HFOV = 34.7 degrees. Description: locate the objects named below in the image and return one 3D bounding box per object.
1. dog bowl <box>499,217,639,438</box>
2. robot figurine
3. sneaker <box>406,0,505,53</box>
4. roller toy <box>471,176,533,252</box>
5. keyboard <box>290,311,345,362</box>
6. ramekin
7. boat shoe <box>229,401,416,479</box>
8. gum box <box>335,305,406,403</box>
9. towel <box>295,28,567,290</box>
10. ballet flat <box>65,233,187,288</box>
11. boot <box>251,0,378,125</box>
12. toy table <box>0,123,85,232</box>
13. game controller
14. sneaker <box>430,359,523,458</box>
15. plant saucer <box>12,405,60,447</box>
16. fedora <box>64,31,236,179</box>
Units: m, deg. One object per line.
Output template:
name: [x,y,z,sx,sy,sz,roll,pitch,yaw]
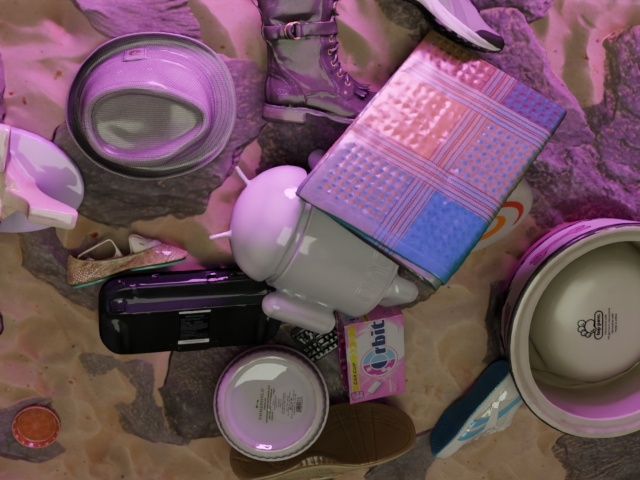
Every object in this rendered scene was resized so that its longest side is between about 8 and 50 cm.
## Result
dog bowl: [0.506,0.142,1.848,0.408,0.150,0.407,-4,109,-10]
robot figurine: [0.000,0.000,1.692,0.354,0.200,0.299,21,71,-17]
sneaker: [0.201,-0.395,1.635,0.271,0.100,0.108,37,94,-20]
roller toy: [0.243,-0.079,1.705,0.191,0.146,0.209,-28,154,6]
keyboard: [0.047,0.162,1.856,0.180,0.023,0.108,-32,112,4]
ramekin: [-0.087,0.283,1.788,0.207,0.109,0.207,0,82,-1]
boat shoe: [0.005,0.379,1.891,0.341,0.121,0.110,-8,155,-2]
gum box: [0.092,0.202,1.838,0.107,0.062,0.188,-11,122,-10]
towel: [0.176,-0.132,1.596,0.271,0.040,0.370,34,72,11]
ballet flat: [-0.329,0.026,1.720,0.206,0.073,0.067,-14,98,-8]
boot: [0.016,-0.303,1.644,0.263,0.091,0.228,-1,106,-12]
toy table: [-0.512,-0.075,1.601,0.274,0.161,0.252,-1,111,-10]
game controller: [-0.218,0.122,1.759,0.319,0.067,0.166,-3,135,-15]
sneaker: [0.302,0.336,1.930,0.092,0.087,0.228,39,102,-22]
plant saucer: [-0.508,0.332,1.832,0.084,0.013,0.083,-3,110,-8]
fedora: [-0.265,-0.199,1.614,0.276,0.124,0.243,1,110,-10]
